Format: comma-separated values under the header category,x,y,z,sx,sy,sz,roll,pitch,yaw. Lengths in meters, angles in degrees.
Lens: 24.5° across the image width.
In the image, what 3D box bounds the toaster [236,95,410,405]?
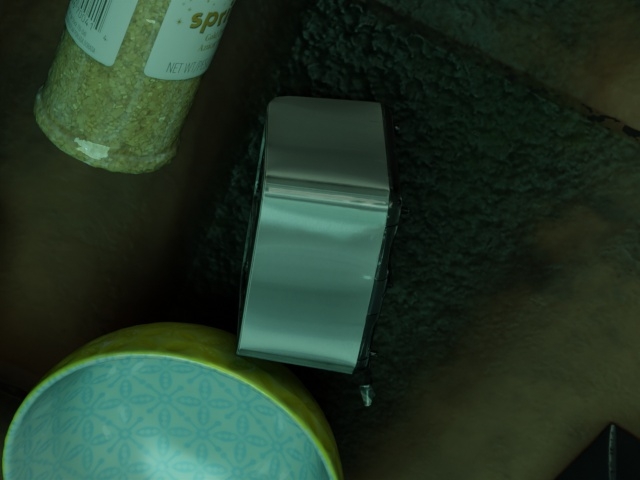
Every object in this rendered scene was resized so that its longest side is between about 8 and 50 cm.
category,x,y,z,sx,sy,sz,roll,pitch,yaw
toaster,0.000,0.000,1.133,0.110,0.185,0.168,7,122,-5

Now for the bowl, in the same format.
category,x,y,z,sx,sy,sz,roll,pitch,yaw
bowl,-0.111,0.175,1.270,0.289,0.156,0.289,4,120,8

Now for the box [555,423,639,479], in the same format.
category,x,y,z,sx,sy,sz,roll,pitch,yaw
box,0.288,0.287,1.289,0.207,0.108,0.153,31,121,-9

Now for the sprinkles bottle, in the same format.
category,x,y,z,sx,sy,sz,roll,pitch,yaw
sprinkles bottle,-0.104,-0.220,1.064,0.121,0.121,0.355,24,121,-4
